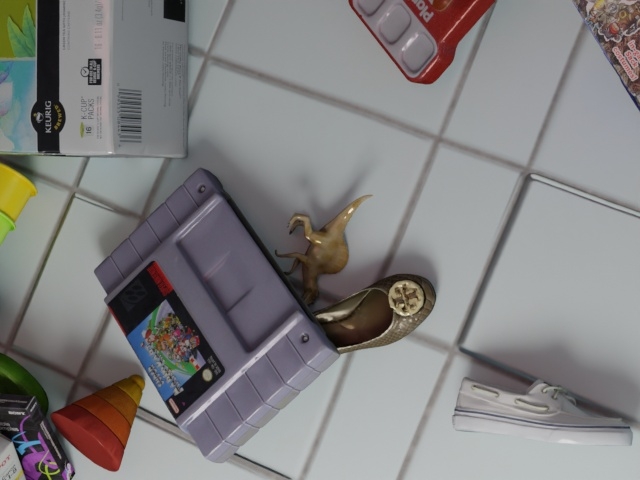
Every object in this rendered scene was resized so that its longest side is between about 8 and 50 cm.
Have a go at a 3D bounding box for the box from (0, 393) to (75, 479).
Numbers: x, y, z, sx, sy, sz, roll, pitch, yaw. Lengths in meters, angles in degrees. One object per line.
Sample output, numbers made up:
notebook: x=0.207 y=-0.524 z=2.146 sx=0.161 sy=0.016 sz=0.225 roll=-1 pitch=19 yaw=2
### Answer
box: x=-0.422 y=0.276 z=1.898 sx=0.116 sy=0.162 sz=0.029 roll=1 pitch=39 yaw=23

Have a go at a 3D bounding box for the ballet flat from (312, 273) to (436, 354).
ballet flat: x=0.032 y=0.109 z=1.792 sx=0.250 sy=0.058 sz=0.084 roll=-20 pitch=75 yaw=17

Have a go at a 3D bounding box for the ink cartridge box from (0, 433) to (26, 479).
ink cartridge box: x=-0.491 y=0.342 z=1.874 sx=0.127 sy=0.176 sz=0.128 roll=22 pitch=52 yaw=24

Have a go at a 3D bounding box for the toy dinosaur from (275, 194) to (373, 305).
toy dinosaur: x=0.000 y=0.000 z=1.836 sx=0.092 sy=0.053 sz=0.183 roll=29 pitch=100 yaw=7

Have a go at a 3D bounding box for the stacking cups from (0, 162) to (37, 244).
stacking cups: x=-0.523 y=0.035 z=1.943 sx=0.096 sy=0.096 sz=0.316 roll=19 pitch=67 yaw=23

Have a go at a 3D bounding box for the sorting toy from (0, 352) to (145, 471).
sorting toy: x=-0.385 y=0.181 z=1.939 sx=0.365 sy=0.127 sz=0.126 roll=29 pitch=63 yaw=25

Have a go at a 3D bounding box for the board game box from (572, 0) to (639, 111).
board game box: x=0.469 y=-0.275 z=1.591 sx=0.291 sy=0.232 sz=0.141 roll=-32 pitch=72 yaw=14

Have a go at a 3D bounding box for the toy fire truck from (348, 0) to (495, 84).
toy fire truck: x=0.118 y=-0.390 z=1.797 sx=0.254 sy=0.169 sz=0.302 roll=-48 pitch=66 yaw=28

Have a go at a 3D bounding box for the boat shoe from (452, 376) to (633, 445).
boat shoe: x=0.269 y=0.207 z=1.670 sx=0.226 sy=0.083 sz=0.076 roll=3 pitch=84 yaw=22

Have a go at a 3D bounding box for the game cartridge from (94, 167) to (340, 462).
game cartridge: x=-0.151 y=0.096 z=1.827 sx=0.230 sy=0.068 sz=0.355 roll=-41 pitch=57 yaw=6

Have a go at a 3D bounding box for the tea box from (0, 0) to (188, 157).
tea box: x=-0.371 y=-0.280 z=1.900 sx=0.323 sy=0.220 sz=0.329 roll=2 pitch=93 yaw=23
